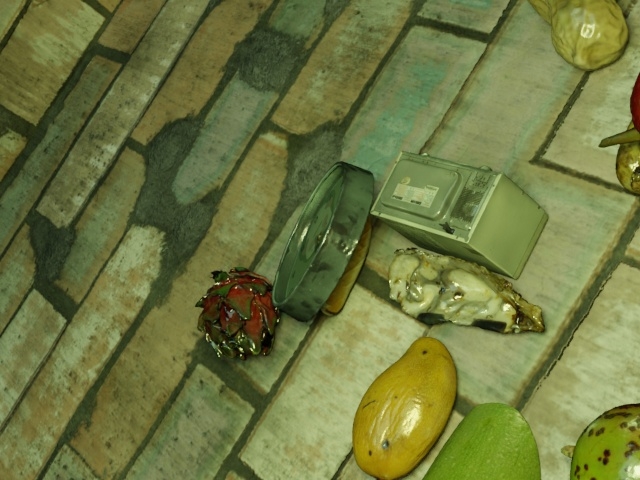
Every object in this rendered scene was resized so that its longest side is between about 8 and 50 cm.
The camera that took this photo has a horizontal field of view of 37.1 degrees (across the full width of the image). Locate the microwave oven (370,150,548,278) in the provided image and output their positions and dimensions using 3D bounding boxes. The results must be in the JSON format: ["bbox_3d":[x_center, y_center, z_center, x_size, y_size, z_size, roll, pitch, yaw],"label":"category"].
[{"bbox_3d":[0.236,-0.054,1.663,0.240,0.194,0.145,21,78,49],"label":"microwave oven"}]

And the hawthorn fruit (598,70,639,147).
[{"bbox_3d":[0.577,-0.184,1.366,0.369,0.285,0.284,-19,53,32],"label":"hawthorn fruit"}]

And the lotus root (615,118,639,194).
[{"bbox_3d":[0.536,-0.155,1.536,0.108,0.094,0.190,5,58,21],"label":"lotus root"}]

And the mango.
[{"bbox_3d":[0.140,0.277,1.599,0.157,0.109,0.262,8,68,48],"label":"mango"}]

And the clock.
[{"bbox_3d":[0.001,0.000,1.817,0.319,0.066,0.319,-59,14,25],"label":"clock"}]

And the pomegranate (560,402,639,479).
[{"bbox_3d":[0.429,0.318,1.285,0.198,0.246,0.198,-1,73,2],"label":"pomegranate"}]

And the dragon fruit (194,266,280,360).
[{"bbox_3d":[-0.162,0.152,1.909,0.182,0.182,0.188,-9,45,38],"label":"dragon fruit"}]

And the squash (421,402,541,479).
[{"bbox_3d":[0.251,0.403,1.485,0.189,0.189,0.260,-7,24,39],"label":"squash"}]

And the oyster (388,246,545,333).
[{"bbox_3d":[0.248,0.098,1.650,0.345,0.078,0.128,16,97,44],"label":"oyster"}]

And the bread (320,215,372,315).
[{"bbox_3d":[0.045,0.045,1.861,0.053,0.073,0.214,0,66,62],"label":"bread"}]

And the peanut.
[{"bbox_3d":[0.469,-0.438,1.733,0.159,0.143,0.291,-29,53,14],"label":"peanut"}]
